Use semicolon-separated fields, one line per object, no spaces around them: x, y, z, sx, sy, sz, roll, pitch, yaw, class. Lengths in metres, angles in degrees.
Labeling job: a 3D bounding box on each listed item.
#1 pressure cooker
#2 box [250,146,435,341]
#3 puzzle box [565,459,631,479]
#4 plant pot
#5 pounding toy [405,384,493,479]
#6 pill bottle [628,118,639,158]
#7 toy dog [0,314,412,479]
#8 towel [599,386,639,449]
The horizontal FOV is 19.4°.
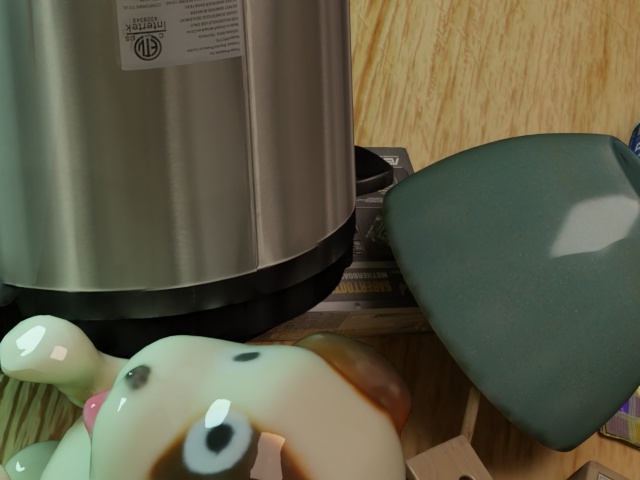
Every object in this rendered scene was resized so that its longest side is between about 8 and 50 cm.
-0.156;-0.088;1.487;0.369;0.421;0.375;4;22;19;pressure cooker
0.000;0.000;1.749;0.231;0.056;0.183;-2;60;-30;box
0.377;0.399;1.679;0.409;0.052;0.272;27;49;-10;puzzle box
0.222;0.015;1.687;0.290;0.195;0.290;46;20;-22;plant pot
0.108;0.224;1.600;0.100;0.130;0.141;-19;68;-37;pounding toy
0.376;-0.078;1.977;0.112;0.112;0.187;29;48;-9;pill bottle
-0.092;0.224;1.291;0.395;0.408;0.284;37;50;5;toy dog
0.300;0.165;1.830;0.060;0.009;0.083;23;50;-12;towel
